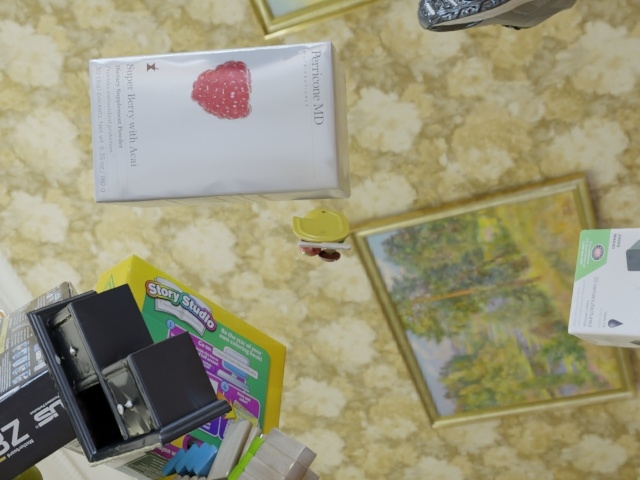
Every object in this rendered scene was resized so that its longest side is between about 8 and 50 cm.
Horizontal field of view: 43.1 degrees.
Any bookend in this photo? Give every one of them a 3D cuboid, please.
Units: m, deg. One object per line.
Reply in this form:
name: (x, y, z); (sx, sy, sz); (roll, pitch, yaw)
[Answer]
bookend: (-0.174, 0.106, 0.713); (0.072, 0.157, 0.156); (-21, -94, -42)

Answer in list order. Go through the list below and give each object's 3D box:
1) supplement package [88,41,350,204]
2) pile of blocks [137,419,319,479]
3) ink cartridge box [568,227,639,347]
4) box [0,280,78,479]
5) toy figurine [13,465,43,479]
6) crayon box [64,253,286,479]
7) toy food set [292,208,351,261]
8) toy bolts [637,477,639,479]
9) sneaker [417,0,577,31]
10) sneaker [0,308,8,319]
supplement package: (-0.116, -0.137, 1.017); (0.175, 0.293, 0.177); (2, -95, -83)
pile of blocks: (-0.113, 0.330, 1.044); (0.112, 0.362, 0.149); (45, -133, -25)
ink cartridge box: (0.588, 0.083, 1.399); (0.115, 0.273, 0.198); (23, -107, -39)
box: (-0.423, 0.199, 1.004); (0.097, 0.318, 0.395); (64, 166, -17)
toy figurine: (-0.557, 0.343, 1.348); (0.362, 0.191, 0.217); (17, -109, -65)
crayon box: (-0.227, 0.244, 1.343); (0.363, 0.106, 0.313); (37, -141, -33)
toy food set: (0.000, 0.000, 1.814); (0.218, 0.128, 0.071); (-96, 8, -65)
toy bolts: (0.507, 0.389, 0.952); (0.158, 0.218, 0.228); (54, -153, -23)
sneaker: (0.270, -0.345, 1.179); (0.108, 0.272, 0.100); (87, 162, -54)
sneaker: (-0.456, 0.179, 1.503); (0.321, 0.126, 0.127); (4, -94, -37)
